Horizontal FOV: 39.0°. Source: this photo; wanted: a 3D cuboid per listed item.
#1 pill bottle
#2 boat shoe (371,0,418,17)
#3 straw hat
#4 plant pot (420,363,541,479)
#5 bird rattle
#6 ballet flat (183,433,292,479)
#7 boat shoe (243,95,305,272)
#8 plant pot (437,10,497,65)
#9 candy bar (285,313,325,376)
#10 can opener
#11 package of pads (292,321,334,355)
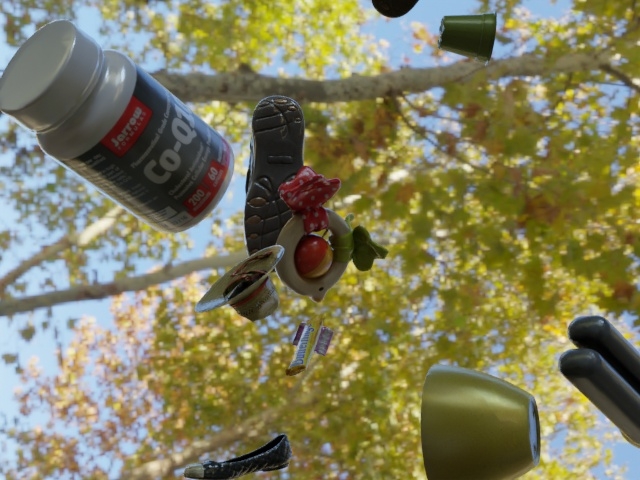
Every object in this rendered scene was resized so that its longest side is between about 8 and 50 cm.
[{"bbox_3d":[-0.257,-0.141,1.160,0.161,0.283,0.161,-21,-129,28],"label":"pill bottle"},{"bbox_3d":[0.121,-0.328,1.001,0.178,0.064,0.060,-43,-152,21],"label":"boat shoe"},{"bbox_3d":[-0.084,0.069,1.140,0.144,0.144,0.061,-14,-66,52],"label":"straw hat"},{"bbox_3d":[0.162,0.186,0.883,0.095,0.134,0.134,-5,-92,21],"label":"plant pot"},{"bbox_3d":[0.000,0.000,1.635,0.143,0.253,0.207,21,-105,40],"label":"bird rattle"},{"bbox_3d":[-0.121,0.320,1.320,0.057,0.173,0.049,-9,-94,57],"label":"ballet flat"},{"bbox_3d":[-0.088,-0.107,1.823,0.130,0.132,0.355,137,-41,-80],"label":"boat shoe"},{"bbox_3d":[0.222,-0.314,1.384,0.083,0.079,0.083,-173,-90,-89],"label":"plant pot"},{"bbox_3d":[-0.023,0.170,1.477,0.040,0.161,0.018,-23,-70,24],"label":"candy bar"},{"bbox_3d":[0.322,0.175,0.934,0.093,0.280,0.074,-7,-129,43],"label":"can opener"},{"bbox_3d":[-0.013,0.178,1.649,0.083,0.032,0.050,7,-108,57],"label":"package of pads"}]
